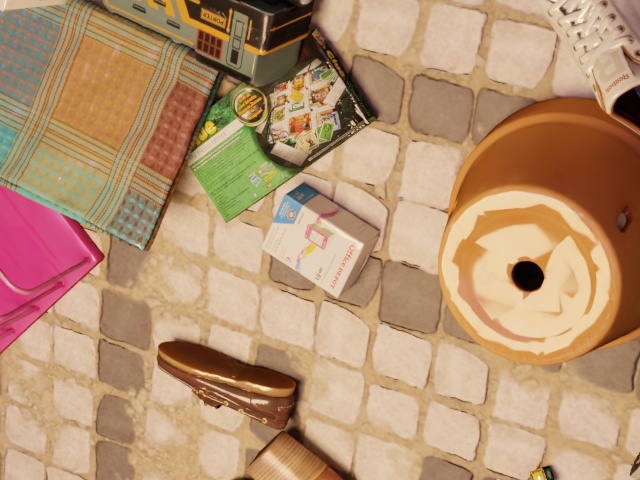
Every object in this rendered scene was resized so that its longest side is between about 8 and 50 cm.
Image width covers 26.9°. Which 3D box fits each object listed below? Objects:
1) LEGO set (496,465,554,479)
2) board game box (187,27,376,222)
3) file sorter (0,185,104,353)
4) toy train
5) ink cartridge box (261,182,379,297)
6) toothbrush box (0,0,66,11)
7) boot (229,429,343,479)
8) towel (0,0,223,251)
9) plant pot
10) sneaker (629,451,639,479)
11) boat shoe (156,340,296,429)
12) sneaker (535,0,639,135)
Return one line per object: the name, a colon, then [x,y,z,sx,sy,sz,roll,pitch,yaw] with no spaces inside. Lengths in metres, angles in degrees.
LEGO set: [0.242,0.405,1.669,0.182,0.060,0.244,42,111,27]
board game box: [-0.063,-0.140,1.677,0.259,0.030,0.136,-32,94,33]
file sorter: [-0.498,0.049,1.882,0.290,0.182,0.202,-39,88,33]
toy train: [-0.151,-0.317,1.586,0.334,0.142,0.190,26,123,22]
ink cartridge box: [0.000,0.000,1.681,0.122,0.052,0.088,32,120,12]
toothbrush box: [-0.382,-0.460,1.653,0.206,0.122,0.283,37,121,20]
boot: [-0.052,0.414,1.846,0.220,0.109,0.283,45,115,1]
towel: [-0.328,-0.176,1.740,0.370,0.040,0.271,25,97,19]
plant pot: [0.257,0.008,1.462,0.290,0.203,0.291,10,113,23]
sneaker: [0.422,0.243,1.560,0.058,0.052,0.135,34,128,1]
boat shoe: [-0.134,0.198,1.812,0.207,0.073,0.073,19,114,20]
sneaker: [0.310,-0.211,1.401,0.290,0.123,0.106,49,124,5]
